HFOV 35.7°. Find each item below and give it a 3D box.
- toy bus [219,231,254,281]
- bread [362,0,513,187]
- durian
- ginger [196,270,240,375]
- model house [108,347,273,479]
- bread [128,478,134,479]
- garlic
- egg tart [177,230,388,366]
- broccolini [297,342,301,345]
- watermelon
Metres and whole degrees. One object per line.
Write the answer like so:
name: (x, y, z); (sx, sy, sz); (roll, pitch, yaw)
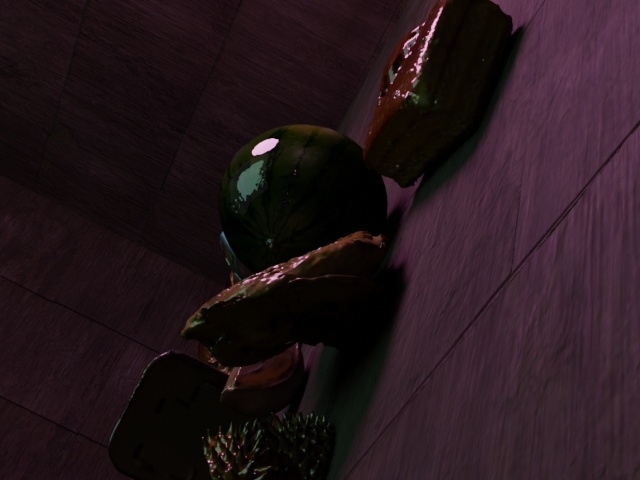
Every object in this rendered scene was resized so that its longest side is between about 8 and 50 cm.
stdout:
toy bus: (-0.067, -0.029, 1.886); (0.261, 0.091, 0.109); (-33, -38, -8)
bread: (0.137, -0.192, 1.256); (0.184, 0.110, 0.234); (-66, 7, -21)
durian: (-0.047, 0.254, 1.069); (0.252, 0.144, 0.139); (-165, 64, -78)
ginger: (-0.139, 0.154, 2.000); (0.357, 0.152, 0.274); (-65, 5, 0)
model house: (-0.230, 0.307, 1.617); (0.205, 0.218, 0.278); (-63, 12, -16)
bread: (-0.310, 0.527, 1.826); (0.156, 0.158, 0.261); (-131, 66, -81)
garlic: (-0.073, 0.190, 1.453); (0.087, 0.101, 0.195); (-54, 6, 34)
egg tart: (-0.026, 0.084, 1.177); (0.297, 0.132, 0.297); (-23, -8, -4)
broccolini: (-0.049, 0.133, 1.744); (0.216, 0.067, 0.058); (-77, -23, -69)
watermelon: (-0.025, -0.048, 1.404); (0.242, 0.242, 0.242); (-62, 5, 10)
